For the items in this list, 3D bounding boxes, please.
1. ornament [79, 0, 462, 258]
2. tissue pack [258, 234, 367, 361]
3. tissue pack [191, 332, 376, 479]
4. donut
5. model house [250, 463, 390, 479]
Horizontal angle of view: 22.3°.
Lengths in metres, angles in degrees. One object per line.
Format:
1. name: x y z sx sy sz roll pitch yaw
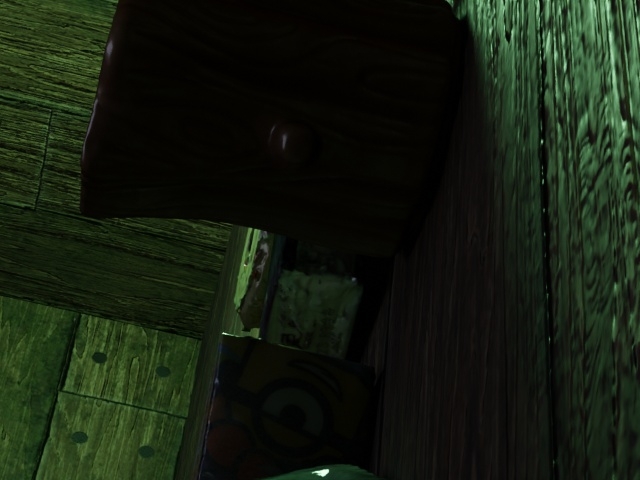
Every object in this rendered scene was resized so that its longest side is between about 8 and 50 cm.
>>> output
1. ornament: -0.032 -0.100 1.077 0.235 0.217 0.221 122 160 -75
2. tissue pack: 0.000 0.000 1.248 0.235 0.073 0.173 -83 2 -46
3. tissue pack: -0.027 0.145 1.036 0.060 0.108 0.148 117 164 -60
4. donut: -0.047 0.015 1.748 0.174 0.068 0.175 -168 90 -82
5. model house: -0.010 0.203 0.890 0.165 0.106 0.152 1 -89 -60
